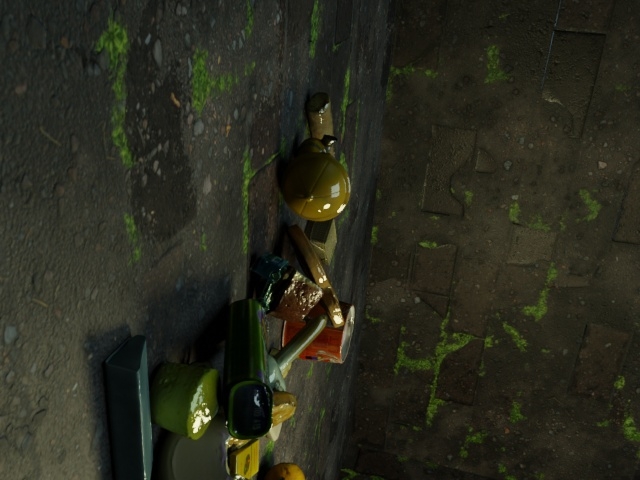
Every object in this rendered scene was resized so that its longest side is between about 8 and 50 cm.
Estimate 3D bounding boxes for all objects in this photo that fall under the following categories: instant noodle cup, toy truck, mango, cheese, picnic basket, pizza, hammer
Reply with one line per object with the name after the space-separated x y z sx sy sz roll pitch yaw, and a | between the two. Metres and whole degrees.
-0.002 0.289 2.055 0.250 0.192 0.251 9 90 -77 | instant noodle cup
-0.150 0.116 1.579 0.175 0.081 0.067 -64 172 18 | toy truck
-0.123 0.862 2.077 0.187 0.143 0.360 -63 162 -46 | mango
-0.231 0.377 1.219 0.082 0.163 0.287 112 -22 -66 | cheese
0.000 0.000 2.103 0.164 0.079 0.115 81 22 -57 | picnic basket
-0.168 0.415 1.481 0.090 0.223 0.323 59 2 20 | pizza
-0.088 0.305 1.669 0.305 0.113 0.202 -46 156 -22 | hammer

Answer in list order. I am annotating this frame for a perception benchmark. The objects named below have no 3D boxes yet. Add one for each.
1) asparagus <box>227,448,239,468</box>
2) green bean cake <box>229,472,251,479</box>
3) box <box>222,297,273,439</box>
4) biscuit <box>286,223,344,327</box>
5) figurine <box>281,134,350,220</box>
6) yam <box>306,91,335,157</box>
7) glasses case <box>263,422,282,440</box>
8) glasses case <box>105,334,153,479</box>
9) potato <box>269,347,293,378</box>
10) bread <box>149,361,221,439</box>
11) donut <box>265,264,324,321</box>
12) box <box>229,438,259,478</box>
-0.244 0.604 1.521 0.278 0.059 0.067 -63 148 -56 | asparagus
-0.192 0.642 1.303 0.310 0.201 0.285 49 49 -51 | green bean cake
-0.149 0.254 1.302 0.345 0.097 0.134 -107 -170 -69 | box
-0.011 0.098 1.839 0.275 0.052 0.355 54 -11 51 | biscuit
-0.020 -0.174 1.702 0.192 0.167 0.257 -53 -149 32 | figurine
0.011 -0.305 1.926 0.357 0.081 0.081 78 25 -56 | yam
-0.157 0.543 1.888 0.196 0.050 0.083 82 24 -54 | glasses case
-0.312 0.295 1.024 0.105 0.056 0.266 -111 -157 -64 | glasses case
-0.130 0.390 1.861 0.096 0.066 0.103 82 24 -46 | potato
-0.245 0.282 1.130 0.111 0.114 0.129 86 19 -45 | bread
-0.073 0.155 1.672 0.151 0.112 0.295 -62 -175 -5 | donut
-0.190 0.560 1.567 0.155 0.023 0.087 12 82 -75 | box
